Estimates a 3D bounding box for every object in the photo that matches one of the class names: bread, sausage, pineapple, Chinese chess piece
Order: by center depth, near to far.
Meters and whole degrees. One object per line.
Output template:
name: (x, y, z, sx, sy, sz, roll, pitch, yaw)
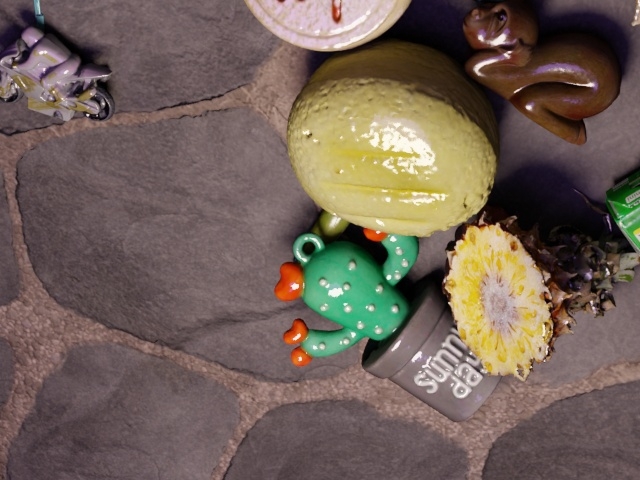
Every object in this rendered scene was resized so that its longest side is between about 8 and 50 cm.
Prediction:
Chinese chess piece: (0.010, -0.402, 1.824, 0.270, 0.112, 0.270, 5, 113, 12)
bread: (0.108, -0.146, 1.909, 0.320, 0.237, 0.321, 11, 125, 16)
pineapple: (0.363, 0.060, 1.990, 0.262, 0.271, 0.263, 26, 122, 51)
sausage: (0.278, -0.012, 2.065, 0.059, 0.054, 0.094, -8, 120, 12)

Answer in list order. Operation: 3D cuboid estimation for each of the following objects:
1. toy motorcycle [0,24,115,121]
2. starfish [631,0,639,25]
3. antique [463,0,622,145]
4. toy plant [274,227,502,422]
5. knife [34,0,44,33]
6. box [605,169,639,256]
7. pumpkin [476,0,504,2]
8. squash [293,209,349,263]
toy motorcycle: (-0.433, -0.270, 2.063, 0.225, 0.073, 0.152, 13, 129, 12)
starfish: (0.496, -0.419, 1.731, 0.301, 0.084, 0.293, 24, 129, 2)
antique: (0.315, -0.258, 1.859, 0.257, 0.121, 0.143, 32, 117, -8)
toy plant: (0.116, 0.119, 2.111, 0.400, 0.185, 0.279, 37, 127, -6)
knife: (-0.446, -0.356, 2.051, 0.014, 0.005, 0.091, 9, 124, 10)
box: (0.565, -0.010, 1.954, 0.180, 0.103, 0.250, -34, 111, 20)
pumpkin: (0.212, -0.460, 1.637, 0.315, 0.238, 0.315, 0, 88, -1)
squash: (0.000, 0.000, 2.148, 0.052, 0.052, 0.183, 30, 128, -6)
